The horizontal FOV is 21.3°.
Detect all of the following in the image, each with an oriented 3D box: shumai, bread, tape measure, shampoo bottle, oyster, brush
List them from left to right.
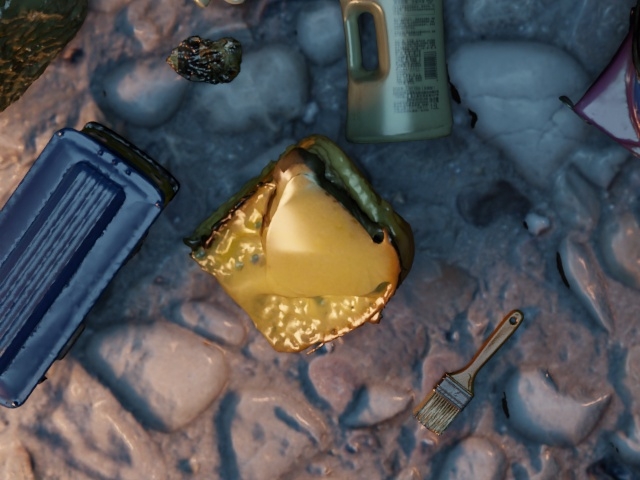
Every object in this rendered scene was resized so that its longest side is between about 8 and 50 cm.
[{"bbox_3d":[-0.394,-0.251,1.800,0.260,0.225,0.222,-36,76,-9],"label":"shumai"},{"bbox_3d":[-0.129,-0.198,1.875,0.083,0.019,0.054,2,98,3],"label":"oyster"},{"bbox_3d":[0.000,0.000,1.827,0.204,0.162,0.262,53,139,-6],"label":"bread"},{"bbox_3d":[0.078,-0.225,1.828,0.118,0.087,0.234,-3,97,3],"label":"shampoo bottle"},{"bbox_3d":[0.171,0.144,1.910,0.043,0.014,0.170,39,97,-4],"label":"brush"},{"bbox_3d":[0.411,-0.170,1.795,0.245,0.149,0.231,39,101,5],"label":"tape measure"}]

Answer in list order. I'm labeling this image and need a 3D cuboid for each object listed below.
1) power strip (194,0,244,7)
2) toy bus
[{"bbox_3d":[-0.022,-0.410,1.820,0.091,0.062,0.385,35,97,-2],"label":"power strip"},{"bbox_3d":[-0.288,0.021,1.834,0.138,0.175,0.288,36,98,-1],"label":"toy bus"}]
